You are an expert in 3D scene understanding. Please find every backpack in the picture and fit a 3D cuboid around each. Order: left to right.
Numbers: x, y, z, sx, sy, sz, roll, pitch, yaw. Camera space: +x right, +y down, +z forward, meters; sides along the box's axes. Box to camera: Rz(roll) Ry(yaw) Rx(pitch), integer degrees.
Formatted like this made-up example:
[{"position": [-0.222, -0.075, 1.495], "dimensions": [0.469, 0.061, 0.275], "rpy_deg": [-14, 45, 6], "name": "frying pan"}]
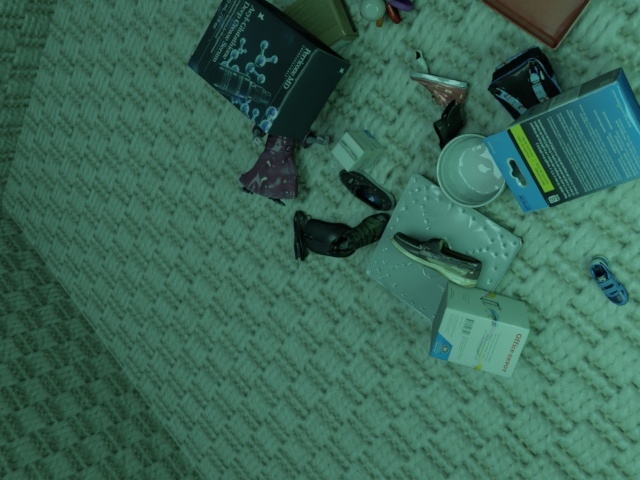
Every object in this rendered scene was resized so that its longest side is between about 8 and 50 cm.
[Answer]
[{"position": [0.548, -0.395, 1.674], "dimensions": [0.173, 0.116, 0.158], "rpy_deg": [44, 132, -18], "name": "backpack"}]

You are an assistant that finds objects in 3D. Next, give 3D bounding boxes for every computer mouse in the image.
[{"position": [0.000, 0.000, 2.218], "dimensions": [0.272, 0.072, 0.188], "rpy_deg": [7, 104, 36], "name": "computer mouse"}]

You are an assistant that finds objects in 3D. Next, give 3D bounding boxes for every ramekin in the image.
[{"position": [0.443, -0.201, 1.805], "dimensions": [0.207, 0.109, 0.207], "rpy_deg": [9, 106, 35], "name": "ramekin"}]

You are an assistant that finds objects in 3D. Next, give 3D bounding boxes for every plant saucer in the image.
[{"position": [0.581, -0.663, 1.630], "dimensions": [0.258, 0.048, 0.259], "rpy_deg": [45, 124, 21], "name": "plant saucer"}]

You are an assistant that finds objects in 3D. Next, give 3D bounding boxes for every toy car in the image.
[{"position": [0.204, -0.703, 1.866], "dimensions": [0.136, 0.159, 0.182], "rpy_deg": [35, 126, -14], "name": "toy car"}]

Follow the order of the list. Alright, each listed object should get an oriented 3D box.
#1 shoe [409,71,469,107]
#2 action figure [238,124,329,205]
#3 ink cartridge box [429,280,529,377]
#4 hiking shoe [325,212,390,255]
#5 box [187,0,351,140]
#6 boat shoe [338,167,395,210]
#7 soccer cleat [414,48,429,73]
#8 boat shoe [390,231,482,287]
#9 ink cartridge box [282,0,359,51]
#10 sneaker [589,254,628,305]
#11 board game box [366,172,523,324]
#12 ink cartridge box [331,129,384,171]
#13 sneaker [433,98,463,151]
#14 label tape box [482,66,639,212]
[{"position": [0.335, -0.435, 1.853], "dimensions": [0.178, 0.063, 0.081], "rpy_deg": [19, 110, 20], "name": "shoe"}, {"position": [-0.129, -0.317, 2.217], "dimensions": [0.276, 0.248, 0.369], "rpy_deg": [-131, 56, -72], "name": "action figure"}, {"position": [0.448, 0.249, 1.815], "dimensions": [0.233, 0.168, 0.171], "rpy_deg": [16, 116, 5], "name": "ink cartridge box"}, {"position": [0.124, -0.009, 2.065], "dimensions": [0.227, 0.114, 0.086], "rpy_deg": [-34, 91, 15], "name": "hiking shoe"}, {"position": [-0.164, -0.545, 1.983], "dimensions": [0.395, 0.212, 0.293], "rpy_deg": [42, 111, 22], "name": "box"}, {"position": [0.136, -0.163, 2.072], "dimensions": [0.228, 0.076, 0.080], "rpy_deg": [40, 122, 23], "name": "boat shoe"}, {"position": [0.296, -0.524, 1.889], "dimensions": [0.029, 0.036, 0.083], "rpy_deg": [-15, 91, 39], "name": "soccer cleat"}, {"position": [0.343, 0.036, 1.884], "dimensions": [0.285, 0.103, 0.092], "rpy_deg": [31, 113, 24], "name": "boat shoe"}, {"position": [-0.015, -0.686, 2.059], "dimensions": [0.235, 0.088, 0.193], "rpy_deg": [-23, 88, 38], "name": "ink cartridge box"}, {"position": [0.748, 0.109, 1.674], "dimensions": [0.053, 0.059, 0.144], "rpy_deg": [-37, 79, 35], "name": "sneaker"}, {"position": [0.367, 0.050, 1.961], "dimensions": [0.390, 0.050, 0.389], "rpy_deg": [37, 121, 25], "name": "board game box"}, {"position": [0.112, -0.283, 2.018], "dimensions": [0.092, 0.143, 0.090], "rpy_deg": [51, 126, 17], "name": "ink cartridge box"}, {"position": [0.380, -0.318, 1.843], "dimensions": [0.089, 0.170, 0.051], "rpy_deg": [-35, 44, -4], "name": "sneaker"}, {"position": [0.626, -0.238, 1.605], "dimensions": [0.348, 0.115, 0.249], "rpy_deg": [-21, 110, 41], "name": "label tape box"}]
